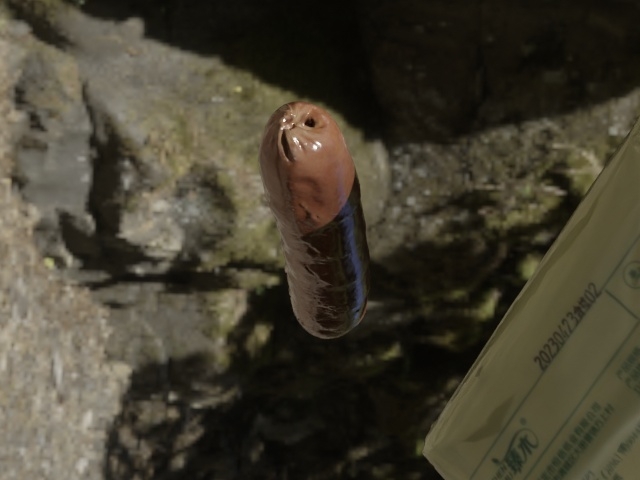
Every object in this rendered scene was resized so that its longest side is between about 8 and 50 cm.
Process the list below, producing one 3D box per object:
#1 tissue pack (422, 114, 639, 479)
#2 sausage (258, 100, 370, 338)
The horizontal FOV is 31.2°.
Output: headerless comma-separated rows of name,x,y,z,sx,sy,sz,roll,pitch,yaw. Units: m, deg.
tissue pack,0.290,0.099,0.844,0.207,0.297,0.380,-4,133,-50
sausage,0.001,0.002,1.053,0.433,0.087,0.088,81,12,-66
